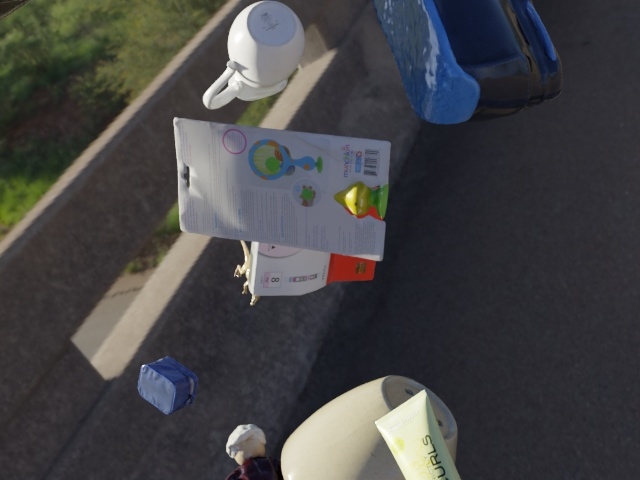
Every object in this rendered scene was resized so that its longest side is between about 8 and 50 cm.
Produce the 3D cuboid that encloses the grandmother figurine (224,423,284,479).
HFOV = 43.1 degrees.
[{"bbox_3d":[-0.122,0.533,1.697,0.207,0.104,0.342,-4,43,-23],"label":"grandmother figurine"}]

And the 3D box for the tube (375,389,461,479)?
[{"bbox_3d":[0.154,0.330,1.096,0.070,0.062,0.240,-15,58,-15],"label":"tube"}]

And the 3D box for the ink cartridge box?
[{"bbox_3d":[0.000,0.000,1.375,0.232,0.189,0.066,2,25,-14],"label":"ink cartridge box"}]

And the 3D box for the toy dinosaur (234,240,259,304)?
[{"bbox_3d":[-0.161,0.066,1.859,0.053,0.183,0.092,-8,-19,-23],"label":"toy dinosaur"}]

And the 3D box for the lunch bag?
[{"bbox_3d":[-0.255,0.247,1.386,0.098,0.067,0.065,29,26,26],"label":"lunch bag"}]

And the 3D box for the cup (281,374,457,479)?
[{"bbox_3d":[0.124,0.397,1.536,0.237,0.331,0.331,-58,23,23],"label":"cup"}]

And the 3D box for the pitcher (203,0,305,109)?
[{"bbox_3d":[-0.117,-0.302,1.368,0.177,0.125,0.207,-37,-4,-18],"label":"pitcher"}]

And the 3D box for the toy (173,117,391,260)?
[{"bbox_3d":[-0.039,-0.063,0.888,0.237,0.137,0.056,10,27,16],"label":"toy"}]

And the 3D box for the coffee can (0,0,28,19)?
[{"bbox_3d":[-0.318,-0.251,0.477,0.201,0.275,0.201,-23,11,5],"label":"coffee can"}]

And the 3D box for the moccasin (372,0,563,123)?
[{"bbox_3d":[0.112,-0.224,0.696,0.116,0.138,0.342,-2,59,-10],"label":"moccasin"}]
